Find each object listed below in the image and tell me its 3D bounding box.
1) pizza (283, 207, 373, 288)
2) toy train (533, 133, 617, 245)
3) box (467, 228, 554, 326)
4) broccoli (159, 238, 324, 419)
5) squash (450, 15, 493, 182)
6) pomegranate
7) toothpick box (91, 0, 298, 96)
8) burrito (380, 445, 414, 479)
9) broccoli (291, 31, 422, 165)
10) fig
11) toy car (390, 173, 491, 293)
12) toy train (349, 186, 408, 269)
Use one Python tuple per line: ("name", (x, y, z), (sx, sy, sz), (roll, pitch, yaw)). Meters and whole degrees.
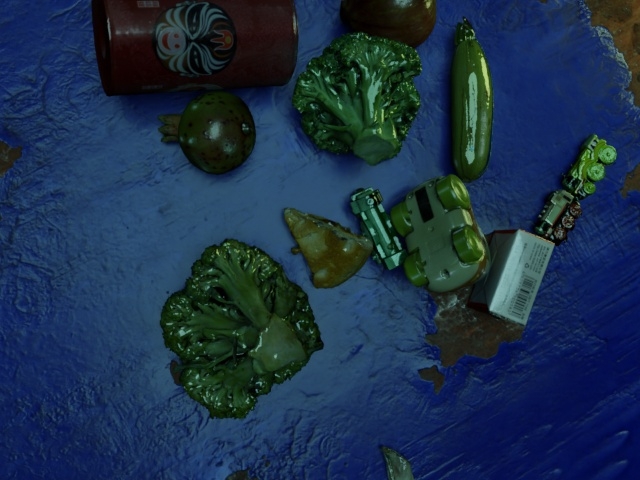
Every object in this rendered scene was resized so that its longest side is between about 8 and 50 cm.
("pizza", (0.001, -0.001, 1.399), (0.194, 0.069, 0.154), (45, 125, 2))
("toy train", (0.536, -0.103, 1.480), (0.085, 0.053, 0.250), (32, 86, 2))
("box", (0.387, 0.075, 1.419), (0.099, 0.133, 0.182), (21, 85, -6))
("broccoli", (-0.143, 0.169, 1.281), (0.321, 0.283, 0.304), (47, 73, -22))
("squash", (0.310, -0.288, 1.432), (0.094, 0.094, 0.341), (-1, 89, -7))
("pomegranate", (-0.218, -0.208, 1.343), (0.204, 0.159, 0.159), (9, 88, 22))
("toothpick box", (-0.229, -0.373, 1.271), (0.333, 0.204, 0.204), (-8, 91, -23))
("burrito", (0.166, 0.490, 1.432), (0.055, 0.041, 0.149), (-15, 91, 6))
("broccoli", (0.083, -0.264, 1.339), (0.261, 0.269, 0.242), (18, 52, -28))
("fig", (0.131, -0.462, 1.369), (0.205, 0.205, 0.205), (0, 89, -7))
("toy car", (0.265, 0.002, 1.368), (0.145, 0.235, 0.235), (-30, 94, 32))
("toy train", (0.115, -0.024, 1.400), (0.071, 0.104, 0.178), (-26, 92, -3))
